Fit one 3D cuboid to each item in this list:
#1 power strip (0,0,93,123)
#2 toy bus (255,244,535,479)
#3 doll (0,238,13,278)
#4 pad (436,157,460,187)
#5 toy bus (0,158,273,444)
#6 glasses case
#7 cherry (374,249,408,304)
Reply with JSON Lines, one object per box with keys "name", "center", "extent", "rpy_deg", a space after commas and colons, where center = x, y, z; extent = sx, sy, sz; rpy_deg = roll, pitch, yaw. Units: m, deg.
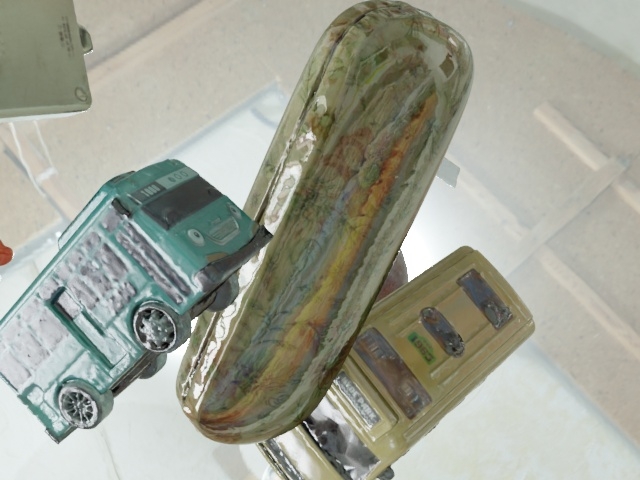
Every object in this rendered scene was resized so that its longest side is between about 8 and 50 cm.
{"name": "power strip", "center": [-0.284, -0.111, 0.482], "extent": [0.367, 0.043, 0.106], "rpy_deg": [-18, -80, -53]}
{"name": "toy bus", "center": [0.090, 0.152, 1.023], "extent": [0.177, 0.202, 0.365], "rpy_deg": [51, -137, 9]}
{"name": "doll", "center": [-0.567, -0.036, 1.350], "extent": [0.245, 0.142, 0.076], "rpy_deg": [49, -151, 23]}
{"name": "pad", "center": [0.122, -0.180, 1.426], "extent": [0.265, 0.159, 0.009], "rpy_deg": [36, -93, 9]}
{"name": "toy bus", "center": [-0.111, 0.030, 0.479], "extent": [0.092, 0.160, 0.079], "rpy_deg": [47, -153, -1]}
{"name": "glasses case", "center": [0.000, 0.000, 0.752], "extent": [0.156, 0.425, 0.098], "rpy_deg": [6, -153, -42]}
{"name": "cherry", "center": [0.059, 0.055, 1.282], "extent": [0.140, 0.176, 0.176], "rpy_deg": [38, -114, 16]}
